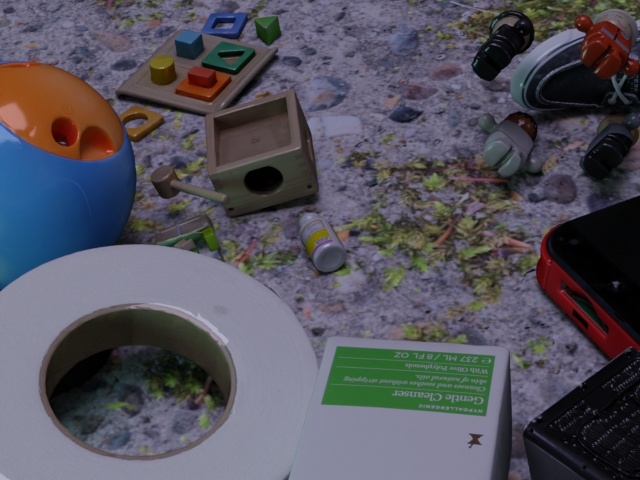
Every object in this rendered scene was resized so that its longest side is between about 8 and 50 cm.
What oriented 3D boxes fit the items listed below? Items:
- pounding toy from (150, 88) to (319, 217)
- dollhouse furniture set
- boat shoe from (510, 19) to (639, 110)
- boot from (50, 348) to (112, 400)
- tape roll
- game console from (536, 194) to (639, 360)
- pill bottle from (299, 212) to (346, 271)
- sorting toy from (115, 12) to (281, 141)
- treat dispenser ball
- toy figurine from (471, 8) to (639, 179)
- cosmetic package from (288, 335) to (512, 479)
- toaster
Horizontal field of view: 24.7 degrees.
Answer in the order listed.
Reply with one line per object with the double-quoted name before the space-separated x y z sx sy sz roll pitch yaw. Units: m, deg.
"pounding toy" -0.112 -0.083 1.924 0.206 0.094 0.181 -16 43 8
"dollhouse furniture set" -0.162 0.019 1.856 0.076 0.058 0.151 -22 20 -3
"boat shoe" 0.408 -0.228 1.978 0.301 0.108 0.102 -13 36 -15
"boot" -0.389 0.126 1.719 0.229 0.091 0.263 16 47 28
"tape roll" -0.192 0.165 1.559 0.392 0.072 0.392 5 46 -5
"game console" 0.467 0.059 1.649 0.342 0.060 0.386 -18 39 -18
"pill bottle" 0.000 0.000 1.826 0.043 0.043 0.083 -18 39 -9
"sorting toy" -0.188 -0.263 2.194 0.196 0.047 0.347 12 44 26
"treat dispenser ball" -0.373 -0.080 1.814 0.288 0.288 0.288 -6 38 5
"toy figurine" 0.303 -0.188 1.863 0.213 0.209 0.148 -1 25 20
"cosmetic package" 0.070 0.272 1.384 0.197 0.155 0.365 2 39 11
"toaster" 0.319 0.213 1.434 0.168 0.110 0.186 -33 43 -25
